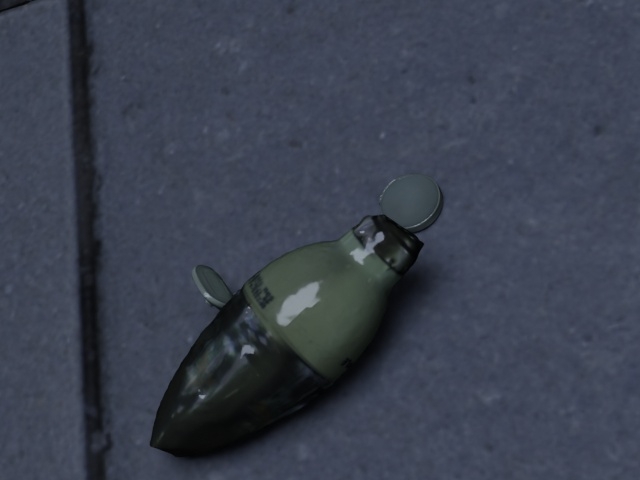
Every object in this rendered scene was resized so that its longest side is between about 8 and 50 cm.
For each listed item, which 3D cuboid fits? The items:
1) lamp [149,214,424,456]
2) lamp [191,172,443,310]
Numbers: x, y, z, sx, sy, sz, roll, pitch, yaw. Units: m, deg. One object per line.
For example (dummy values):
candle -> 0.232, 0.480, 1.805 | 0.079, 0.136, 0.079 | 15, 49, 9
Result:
lamp -> -0.028, 0.074, 1.413 | 0.250, 0.101, 0.101 | -44, 55, 8
lamp -> 0.000, 0.000, 1.468 | 0.198, 0.056, 0.050 | -29, 53, 2
